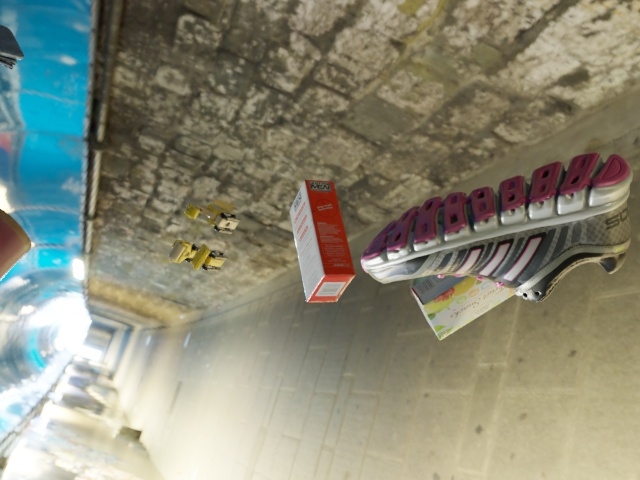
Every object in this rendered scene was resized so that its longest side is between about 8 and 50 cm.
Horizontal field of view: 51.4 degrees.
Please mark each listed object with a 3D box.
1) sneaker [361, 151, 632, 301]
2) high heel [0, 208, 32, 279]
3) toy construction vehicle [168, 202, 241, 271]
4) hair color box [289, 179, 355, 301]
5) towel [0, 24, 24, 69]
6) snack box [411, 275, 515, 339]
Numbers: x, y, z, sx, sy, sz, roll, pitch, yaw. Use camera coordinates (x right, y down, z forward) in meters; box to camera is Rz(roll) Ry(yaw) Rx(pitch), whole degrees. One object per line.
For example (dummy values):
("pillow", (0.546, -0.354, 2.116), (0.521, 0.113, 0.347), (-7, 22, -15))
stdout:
("sneaker", (0.109, 0.007, 0.411), (0.170, 0.074, 0.063), (-17, 22, 23))
("high heel", (-0.400, 0.085, 0.587), (0.377, 0.127, 0.181), (-28, 23, 45))
("toy construction vehicle", (-0.146, -0.005, 0.827), (0.035, 0.098, 0.086), (42, 107, 27))
("hair color box", (0.000, 0.000, 0.838), (0.072, 0.043, 0.141), (121, 144, -51))
("towel", (-0.459, -0.272, 0.881), (0.029, 0.067, 0.119), (-36, -17, 22))
("snack box", (0.201, 0.064, 0.899), (0.141, 0.100, 0.037), (-32, 49, 1))
